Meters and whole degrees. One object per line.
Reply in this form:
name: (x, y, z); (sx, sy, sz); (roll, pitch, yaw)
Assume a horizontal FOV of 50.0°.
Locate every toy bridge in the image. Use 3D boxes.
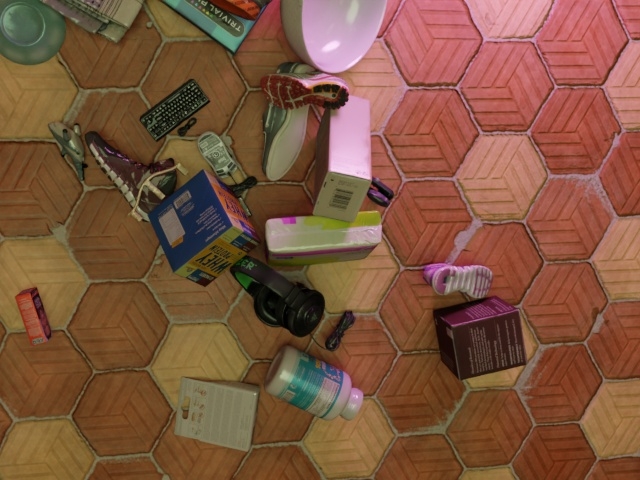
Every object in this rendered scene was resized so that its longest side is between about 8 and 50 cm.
toy bridge: (-0.427, -0.131, 1.758); (0.188, 0.026, 0.063); (-46, 112, -5)

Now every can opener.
can opener: (0.122, -0.163, 1.895); (0.186, 0.073, 0.059); (37, 101, -3)

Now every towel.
towel: (-0.565, -0.696, 1.702); (0.312, 0.056, 0.324); (28, 90, -11)

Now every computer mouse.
computer mouse: (-0.260, -0.209, 1.844); (0.106, 0.042, 0.193); (-30, 107, 2)

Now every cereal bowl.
cereal bowl: (0.016, -0.602, 1.715); (0.141, 0.339, 0.339); (26, 97, 33)

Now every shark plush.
shark plush: (-0.651, -0.238, 1.794); (0.067, 0.073, 0.161); (-12, 123, 14)

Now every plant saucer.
plant saucer: (-0.745, -0.542, 1.724); (0.194, 0.037, 0.195); (-1, 99, -7)

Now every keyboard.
keyboard: (-0.378, -0.334, 1.815); (0.180, 0.023, 0.108); (-37, 102, 0)

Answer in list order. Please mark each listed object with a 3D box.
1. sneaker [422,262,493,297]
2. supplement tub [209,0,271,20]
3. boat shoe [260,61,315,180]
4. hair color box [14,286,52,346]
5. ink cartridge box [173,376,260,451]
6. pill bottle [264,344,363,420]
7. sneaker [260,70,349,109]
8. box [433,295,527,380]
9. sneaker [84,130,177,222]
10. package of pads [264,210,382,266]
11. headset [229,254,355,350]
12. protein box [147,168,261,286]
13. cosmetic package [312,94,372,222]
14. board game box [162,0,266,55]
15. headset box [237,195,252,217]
sneaker: (0.388, 0.105, 1.960); (0.236, 0.104, 0.095); (7, 98, -31)
supplement tub: (-0.158, -0.699, 1.619); (0.193, 0.193, 0.316); (24, 96, -11)
boat shoe: (-0.103, -0.321, 1.835); (0.099, 0.116, 0.320); (25, 106, 32)
hair color box: (-0.761, 0.202, 1.823); (0.043, 0.072, 0.141); (-14, 102, -5)
ink cartridge box: (-0.294, 0.487, 1.956); (0.224, 0.056, 0.181); (10, 98, 9)
pill bottle: (-0.015, 0.410, 1.922); (0.264, 0.146, 0.146); (28, 94, -12)
sneaker: (-0.039, -0.381, 1.725); (0.225, 0.093, 0.088); (8, 126, 0)
box: (0.452, 0.274, 1.952); (0.203, 0.168, 0.167); (-13, 101, -5)
sneaker: (-0.474, -0.197, 1.793); (0.162, 0.106, 0.281); (-36, 112, -6)
package of pads: (0.000, 0.000, 1.816); (0.296, 0.229, 0.101); (-4, 79, -7)
headset: (-0.067, 0.159, 1.848); (0.394, 0.243, 0.185); (47, 70, -26)
protein box: (-0.298, -0.030, 1.752); (0.199, 0.136, 0.201); (-38, 60, 10)
cosmetic package: (0.054, -0.214, 1.736); (0.113, 0.310, 0.160); (12, 139, -9)
board game box: (-0.230, -0.690, 1.750); (0.253, 0.079, 0.336); (34, 93, -11)
headset box: (-0.238, -0.076, 1.871); (0.083, 0.032, 0.062); (-29, 102, -4)
